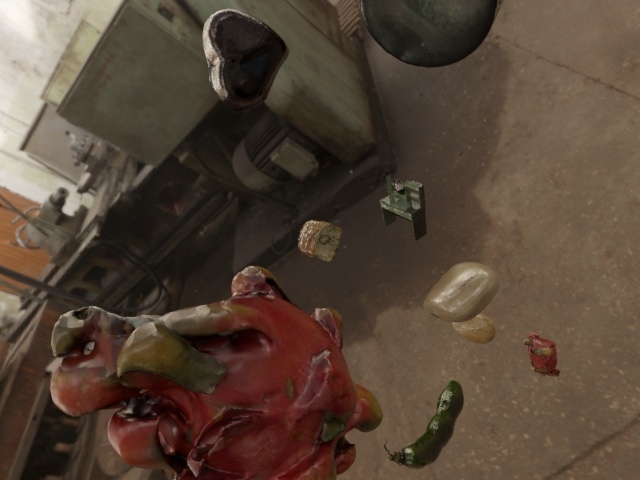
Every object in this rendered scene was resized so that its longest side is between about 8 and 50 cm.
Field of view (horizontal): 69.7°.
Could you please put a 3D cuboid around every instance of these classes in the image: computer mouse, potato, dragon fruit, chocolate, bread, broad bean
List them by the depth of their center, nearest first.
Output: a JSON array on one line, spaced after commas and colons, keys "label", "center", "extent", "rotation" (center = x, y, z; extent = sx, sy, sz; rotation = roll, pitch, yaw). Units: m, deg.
[{"label": "dragon fruit", "center": [-0.090, 0.158, 0.474], "extent": [0.228, 0.307, 0.243], "rotation": [0, 101, 49]}, {"label": "chocolate", "center": [-0.105, -0.258, 0.669], "extent": [0.080, 0.125, 0.148], "rotation": [-113, 16, -70]}, {"label": "broad bean", "center": [0.173, 0.285, 0.702], "extent": [0.039, 0.227, 0.069], "rotation": [-28, 82, 38]}, {"label": "bread", "center": [-0.001, -0.001, 0.997], "extent": [0.070, 0.077, 0.083], "rotation": [1, 73, 69]}, {"label": "computer mouse", "center": [0.300, 0.113, 1.016], "extent": [0.145, 0.082, 0.236], "rotation": [-47, 0, -7]}, {"label": "dragon fruit", "center": [0.612, 0.308, 1.251], "extent": [0.068, 0.112, 0.126], "rotation": [-23, 88, 35]}, {"label": "potato", "center": [0.556, 0.319, 1.660], "extent": [0.147, 0.112, 0.112], "rotation": [15, 78, 38]}]

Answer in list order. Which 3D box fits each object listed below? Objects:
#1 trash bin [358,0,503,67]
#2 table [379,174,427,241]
[{"label": "trash bin", "center": [0.210, -0.445, 0.717], "extent": [0.203, 0.252, 0.301], "rotation": [8, 53, 35]}, {"label": "table", "center": [0.257, -0.105, 1.440], "extent": [0.063, 0.175, 0.146], "rotation": [-30, 34, -23]}]
